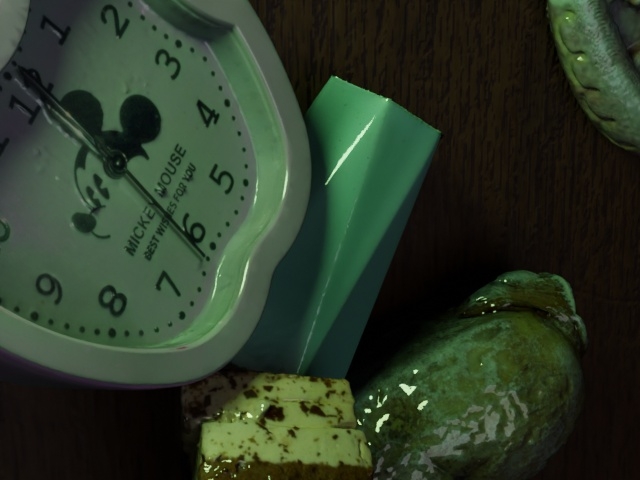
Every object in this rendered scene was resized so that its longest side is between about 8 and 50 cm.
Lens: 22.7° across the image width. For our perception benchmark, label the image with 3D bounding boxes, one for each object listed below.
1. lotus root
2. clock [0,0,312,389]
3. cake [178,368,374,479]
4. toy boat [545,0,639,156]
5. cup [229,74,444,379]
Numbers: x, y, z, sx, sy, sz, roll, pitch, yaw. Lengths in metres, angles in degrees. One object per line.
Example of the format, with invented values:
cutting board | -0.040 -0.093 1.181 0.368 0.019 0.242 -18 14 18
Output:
lotus root | 0.074 0.159 1.307 0.349 0.175 0.175 -29 118 -6
clock | -0.164 -0.058 1.074 0.338 0.102 0.338 7 80 -42
cake | -0.036 0.198 1.181 0.135 0.112 0.246 -4 143 -7
toy boat | 0.286 -0.163 1.349 0.155 0.085 0.227 -36 119 -13
cup | 0.000 0.000 1.232 0.148 0.134 0.236 30 88 -4
